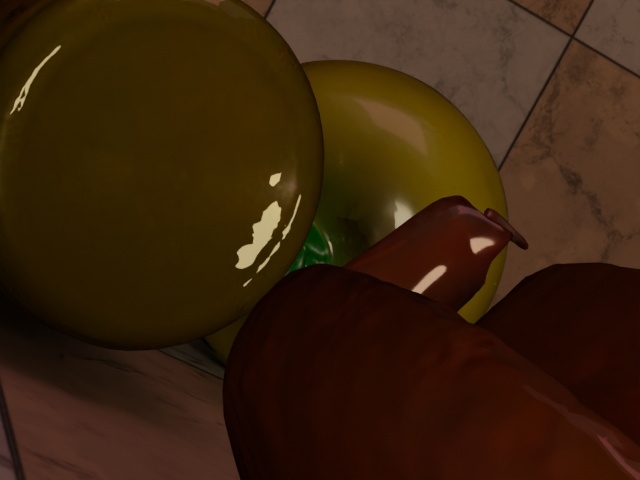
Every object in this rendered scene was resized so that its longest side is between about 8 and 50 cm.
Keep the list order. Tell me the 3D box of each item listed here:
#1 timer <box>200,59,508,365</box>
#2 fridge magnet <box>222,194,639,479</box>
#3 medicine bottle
[{"bbox_3d":[0.000,0.000,1.192,0.285,0.285,0.285,28,5,-3],"label":"timer"},{"bbox_3d":[0.111,0.144,0.446,0.363,0.155,0.363,47,-13,15],"label":"fridge magnet"},{"bbox_3d":[-0.171,-0.074,1.086,0.224,0.224,0.384,26,-1,-27],"label":"medicine bottle"}]
